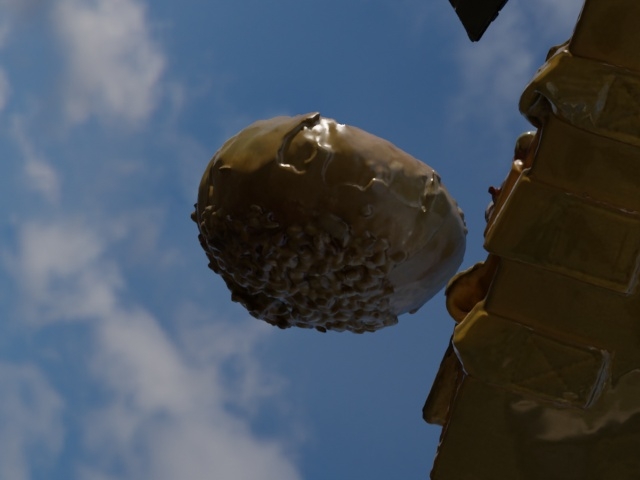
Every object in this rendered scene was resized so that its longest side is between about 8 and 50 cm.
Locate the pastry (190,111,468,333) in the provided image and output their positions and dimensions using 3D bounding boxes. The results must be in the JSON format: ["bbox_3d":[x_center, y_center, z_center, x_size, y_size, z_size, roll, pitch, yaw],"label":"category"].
[{"bbox_3d":[0.000,0.000,1.636,0.315,0.284,0.184,-14,-129,63],"label":"pastry"}]

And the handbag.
[{"bbox_3d":[0.239,0.003,0.992,0.133,0.283,0.401,-83,-171,-63],"label":"handbag"}]

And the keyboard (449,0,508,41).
[{"bbox_3d":[0.087,-0.214,1.014,0.074,0.015,0.196,-52,-139,32],"label":"keyboard"}]
